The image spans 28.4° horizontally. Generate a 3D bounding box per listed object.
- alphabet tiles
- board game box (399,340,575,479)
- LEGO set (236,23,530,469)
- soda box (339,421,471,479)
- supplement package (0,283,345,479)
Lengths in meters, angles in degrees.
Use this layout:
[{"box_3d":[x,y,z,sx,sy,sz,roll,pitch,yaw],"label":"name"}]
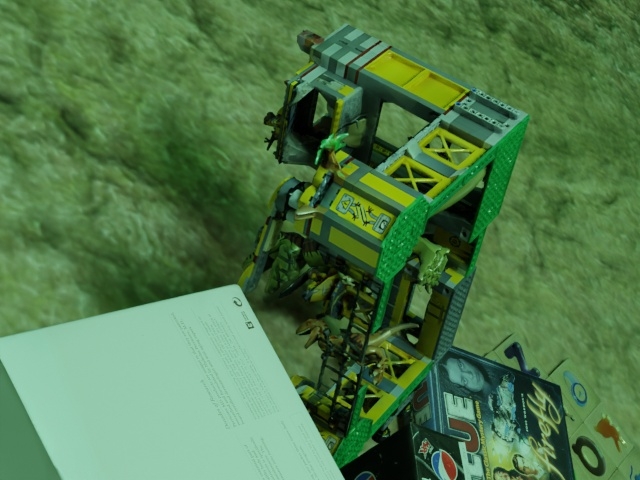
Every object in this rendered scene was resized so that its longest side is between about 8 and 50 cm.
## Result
[{"box_3d":[0.253,0.255,1.204,0.342,0.011,0.285,54,35,5],"label":"alphabet tiles"},{"box_3d":[0.150,0.215,1.081,0.165,0.042,0.243,21,47,-29],"label":"board game box"},{"box_3d":[0.000,0.000,0.945,0.192,0.331,0.255,30,53,20],"label":"LEGO set"},{"box_3d":[0.029,0.193,0.877,0.053,0.169,0.060,23,43,-32],"label":"soda box"},{"box_3d":[-0.114,0.157,0.770,0.203,0.149,0.194,-11,66,-51],"label":"supplement package"}]
